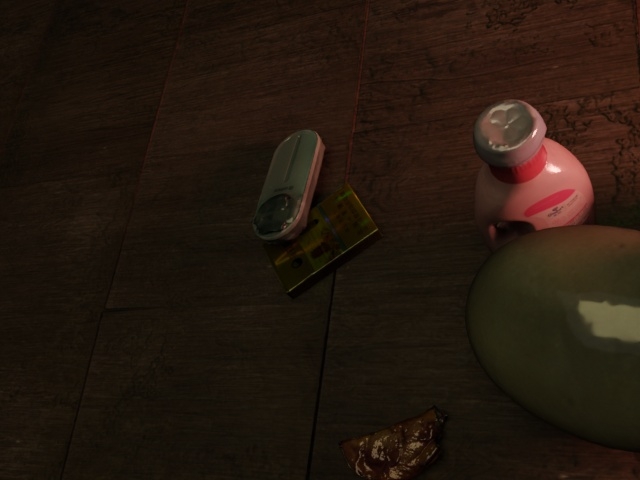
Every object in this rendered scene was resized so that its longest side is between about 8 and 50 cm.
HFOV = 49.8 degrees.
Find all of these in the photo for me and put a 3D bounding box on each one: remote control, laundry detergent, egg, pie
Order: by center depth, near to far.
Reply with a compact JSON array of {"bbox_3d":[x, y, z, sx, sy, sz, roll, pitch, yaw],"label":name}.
[{"bbox_3d":[0.345,0.113,0.829,0.352,0.258,0.259,23,77,32],"label":"egg"},{"bbox_3d":[0.274,-0.059,0.906,0.159,0.335,0.088,-29,55,12],"label":"laundry detergent"},{"bbox_3d":[0.111,0.299,0.990,0.169,0.034,0.092,-28,51,11],"label":"pie"},{"bbox_3d":[-0.054,-0.099,1.254,0.104,0.052,0.247,-8,52,33],"label":"remote control"}]

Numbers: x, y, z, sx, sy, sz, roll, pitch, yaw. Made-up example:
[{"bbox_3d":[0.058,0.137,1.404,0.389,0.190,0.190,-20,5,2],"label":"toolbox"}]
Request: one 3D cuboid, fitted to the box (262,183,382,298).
[{"bbox_3d":[0.000,0.000,1.210,0.193,0.030,0.121,-35,53,6],"label":"box"}]
